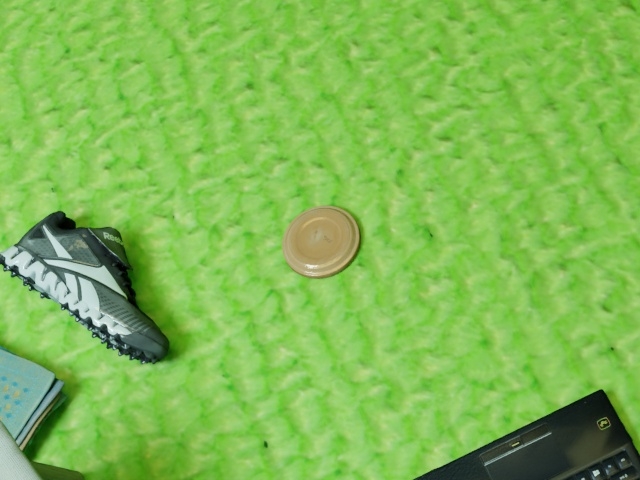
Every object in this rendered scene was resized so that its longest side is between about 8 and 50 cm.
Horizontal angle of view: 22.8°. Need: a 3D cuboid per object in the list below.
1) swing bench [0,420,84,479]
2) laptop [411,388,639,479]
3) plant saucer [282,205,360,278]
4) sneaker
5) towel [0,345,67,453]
[{"bbox_3d":[-0.263,0.300,1.416,0.165,0.254,0.253,-38,58,-6],"label":"swing bench"},{"bbox_3d":[0.193,0.263,1.368,0.234,0.136,0.264,-26,58,2],"label":"laptop"},{"bbox_3d":[0.000,0.000,1.642,0.084,0.013,0.083,-7,61,13],"label":"plant saucer"},{"bbox_3d":[-0.231,0.039,1.653,0.234,0.078,0.106,32,77,31],"label":"sneaker"},{"bbox_3d":[-0.461,0.246,1.635,0.271,0.040,0.370,25,74,28],"label":"towel"}]
